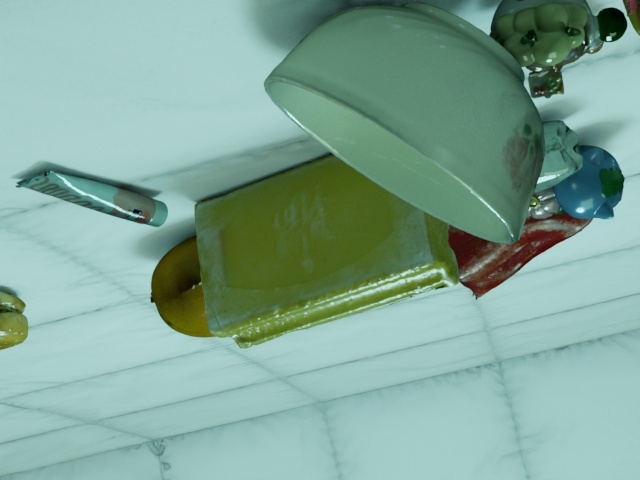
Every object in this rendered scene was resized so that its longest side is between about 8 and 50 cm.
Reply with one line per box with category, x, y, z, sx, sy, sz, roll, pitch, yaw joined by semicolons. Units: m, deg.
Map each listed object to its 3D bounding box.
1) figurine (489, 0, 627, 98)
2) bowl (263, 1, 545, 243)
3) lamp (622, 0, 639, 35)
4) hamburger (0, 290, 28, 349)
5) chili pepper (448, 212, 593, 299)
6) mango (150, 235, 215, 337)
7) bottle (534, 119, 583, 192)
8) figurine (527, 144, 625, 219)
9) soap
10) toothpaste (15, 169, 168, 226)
figurine;0.229;-0.196;1.158;0.147;0.093;0.197;-14;166;28
bowl;0.097;-0.126;1.108;0.277;0.145;0.277;31;174;4
lamp;0.338;-0.227;1.101;0.118;0.118;0.253;-15;162;11
hamburger;-0.500;0.123;1.742;0.138;0.083;0.147;-19;166;9
chili pepper;0.302;-0.014;1.833;0.253;0.136;0.144;-28;114;18
mango;-0.131;0.052;1.668;0.236;0.136;0.166;-22;159;15
bottle;0.207;-0.082;1.550;0.270;0.083;0.083;-18;163;33
figurine;0.341;-0.076;1.641;0.178;0.114;0.144;-9;175;36
soap;0.000;0.000;1.479;0.315;0.199;0.091;-18;158;23
toothpaste;-0.263;-0.052;1.408;0.056;0.036;0.205;-20;158;32
